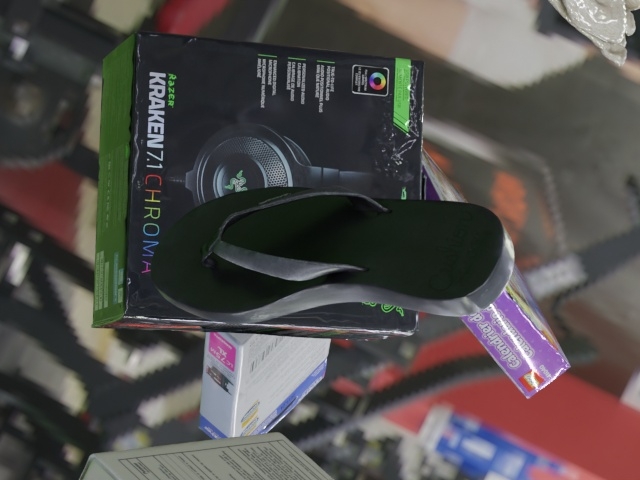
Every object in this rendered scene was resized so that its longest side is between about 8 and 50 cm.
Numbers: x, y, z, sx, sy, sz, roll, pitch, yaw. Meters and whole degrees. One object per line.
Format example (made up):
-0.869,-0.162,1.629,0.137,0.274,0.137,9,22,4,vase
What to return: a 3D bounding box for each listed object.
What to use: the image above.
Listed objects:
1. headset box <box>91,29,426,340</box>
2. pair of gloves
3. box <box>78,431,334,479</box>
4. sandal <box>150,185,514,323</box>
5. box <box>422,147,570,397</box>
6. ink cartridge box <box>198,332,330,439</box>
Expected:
-0.046,-0.040,1.726,0.131,0.283,0.246,163,-70,-69,headset box
0.224,-0.284,1.741,0.042,0.204,0.240,-24,-141,33,pair of gloves
-0.084,0.253,1.583,0.232,0.148,0.127,0,123,-51,box
0.001,-0.001,1.284,0.054,0.254,0.097,51,44,-50,sandal
0.143,0.014,1.990,0.057,0.201,0.293,-38,-159,8,box
-0.058,0.123,2.258,0.186,0.065,0.311,-44,159,-28,ink cartridge box
